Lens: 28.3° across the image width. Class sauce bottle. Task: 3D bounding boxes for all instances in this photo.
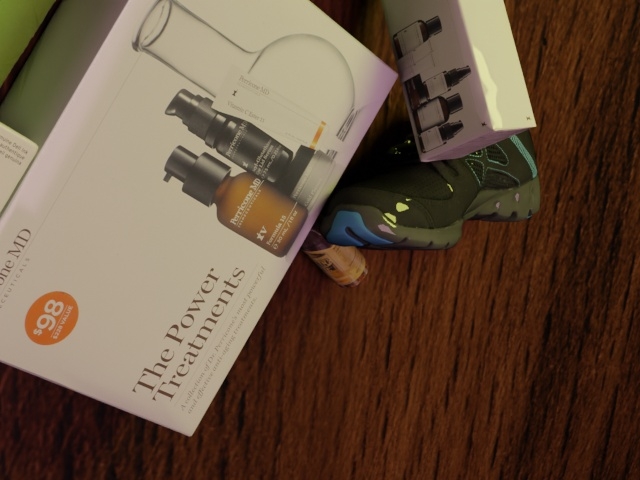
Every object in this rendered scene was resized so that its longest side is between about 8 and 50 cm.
[{"bbox_3d":[0.000,0.000,1.237,0.042,0.042,0.128,-53,132,-9],"label":"sauce bottle"}]

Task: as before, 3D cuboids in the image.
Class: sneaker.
[{"bbox_3d":[0.106,-0.072,1.233,0.341,0.125,0.140,-21,112,-56],"label":"sneaker"}]

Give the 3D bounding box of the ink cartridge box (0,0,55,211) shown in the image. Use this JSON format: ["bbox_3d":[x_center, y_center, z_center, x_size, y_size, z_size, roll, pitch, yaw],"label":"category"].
[{"bbox_3d":[-0.286,-0.117,0.889,0.189,0.097,0.255,33,87,-45],"label":"ink cartridge box"}]

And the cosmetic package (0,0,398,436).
[{"bbox_3d":[-0.132,-0.053,1.059,0.284,0.097,0.377,31,88,-43],"label":"cosmetic package"}]

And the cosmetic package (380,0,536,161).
[{"bbox_3d":[0.109,-0.198,1.123,0.060,0.099,0.239,-8,81,-40],"label":"cosmetic package"}]
